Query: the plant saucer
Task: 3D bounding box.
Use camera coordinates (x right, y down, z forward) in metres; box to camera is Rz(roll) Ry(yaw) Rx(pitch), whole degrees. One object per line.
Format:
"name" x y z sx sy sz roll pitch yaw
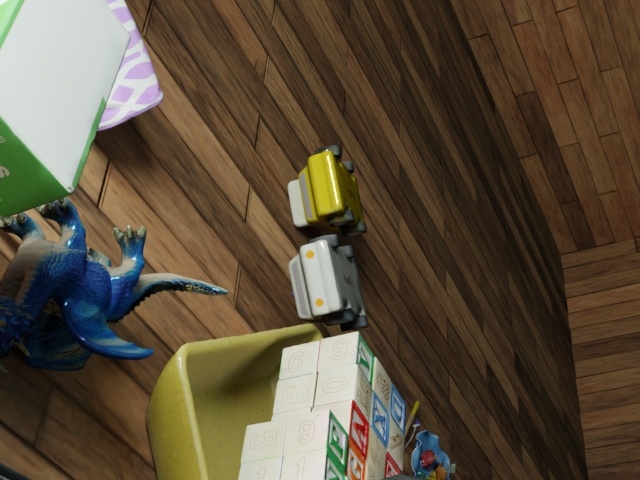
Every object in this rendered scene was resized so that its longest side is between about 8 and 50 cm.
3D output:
"plant saucer" -0.059 0.259 1.024 0.333 0.081 0.332 2 75 -68

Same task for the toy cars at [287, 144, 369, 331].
"toy cars" 0.000 0.000 1.294 0.393 0.087 0.176 -87 161 -58

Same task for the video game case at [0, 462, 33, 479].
"video game case" -0.244 0.241 0.621 0.275 0.035 0.248 51 31 -49

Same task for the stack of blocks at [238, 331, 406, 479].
"stack of blocks" 0.004 0.230 0.967 0.297 0.087 0.171 -81 149 -46

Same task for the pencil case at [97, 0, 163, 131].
"pencil case" -0.215 -0.199 0.930 0.086 0.088 0.206 -30 109 -30

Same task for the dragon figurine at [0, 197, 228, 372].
"dragon figurine" -0.185 0.058 0.817 0.289 0.085 0.144 31 50 -56

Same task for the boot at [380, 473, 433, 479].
"boot" -0.041 0.366 0.636 0.445 0.146 0.366 -4 77 -52

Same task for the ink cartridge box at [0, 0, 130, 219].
"ink cartridge box" -0.233 -0.075 0.614 0.087 0.208 0.153 54 28 -38

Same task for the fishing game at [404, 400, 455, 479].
"fishing game" 0.187 0.389 1.637 0.189 0.041 0.264 -41 115 -65
